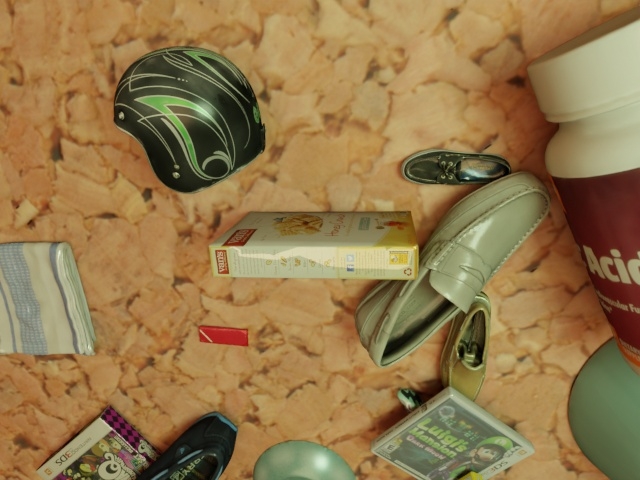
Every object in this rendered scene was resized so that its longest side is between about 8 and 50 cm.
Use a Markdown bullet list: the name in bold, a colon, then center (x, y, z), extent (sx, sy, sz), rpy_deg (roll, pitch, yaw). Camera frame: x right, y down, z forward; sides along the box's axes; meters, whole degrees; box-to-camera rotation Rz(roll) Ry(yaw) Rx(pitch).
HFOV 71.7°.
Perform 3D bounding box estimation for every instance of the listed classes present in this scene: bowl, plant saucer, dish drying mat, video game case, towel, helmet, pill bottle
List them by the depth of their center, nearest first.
- **pill bottle**: center (0.387, -0.049, 0.473), extent (0.224, 0.224, 0.392), rpy_deg (-25, 101, 15)
- **helmet**: center (-0.164, -0.159, 0.557), extent (0.169, 0.169, 0.162), rpy_deg (-20, 119, 14)
- **bowl**: center (0.522, 0.270, 0.583), extent (0.311, 0.163, 0.312), rpy_deg (3, 107, 9)
- **video game case**: center (0.204, 0.324, 0.693), extent (0.190, 0.022, 0.173), rpy_deg (36, 114, -16)
- **dish drying mat**: center (-0.161, 0.159, 0.733), extent (0.083, 0.008, 0.032), rpy_deg (4, 106, 8)
- **towel**: center (-0.535, 0.107, 0.762), extent (0.284, 0.034, 0.209), rpy_deg (-2, 106, 10)
- **plant saucer**: center (-0.031, 0.448, 0.788), extent (0.194, 0.037, 0.195), rpy_deg (2, 107, 7)
- **video game case**: center (-0.387, 0.453, 0.840), extent (0.210, 0.042, 0.232), rpy_deg (-39, 98, 17)

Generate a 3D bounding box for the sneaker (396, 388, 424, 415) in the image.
- **sneaker**: center (0.147, 0.287, 0.710), extent (0.098, 0.038, 0.069), rpy_deg (37, 108, -3)

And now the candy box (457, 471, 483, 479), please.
- **candy box**: center (0.192, 0.464, 0.702), extent (0.027, 0.105, 0.206), rpy_deg (25, 123, -18)

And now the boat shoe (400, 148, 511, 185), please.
- **boat shoe**: center (0.179, -0.096, 0.586), extent (0.142, 0.040, 0.049), rpy_deg (0, 107, 8)

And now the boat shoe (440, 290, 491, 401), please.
- **boat shoe**: center (0.213, 0.170, 0.645), extent (0.068, 0.072, 0.190), rpy_deg (0, 107, 8)

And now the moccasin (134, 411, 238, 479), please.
- **moccasin**: center (-0.274, 0.441, 0.741), extent (0.137, 0.117, 0.342), rpy_deg (32, 94, -7)

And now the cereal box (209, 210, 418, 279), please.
- **cereal box**: center (0.000, 0.000, 0.574), extent (0.240, 0.173, 0.047), rpy_deg (1, 107, 8)

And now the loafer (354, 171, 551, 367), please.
- **loafer**: center (0.175, 0.048, 0.584), extent (0.112, 0.111, 0.319), rpy_deg (31, 113, -25)
